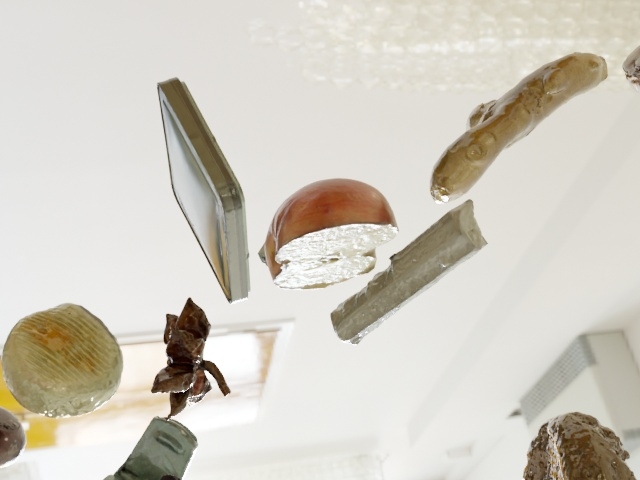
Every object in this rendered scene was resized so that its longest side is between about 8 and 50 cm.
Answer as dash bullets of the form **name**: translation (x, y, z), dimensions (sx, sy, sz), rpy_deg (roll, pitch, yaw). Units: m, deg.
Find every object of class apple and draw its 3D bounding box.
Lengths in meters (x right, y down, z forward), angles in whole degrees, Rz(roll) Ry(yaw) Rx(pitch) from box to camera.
- **apple**: translation (0.004, -0.031, 1.675), dimensions (0.293, 0.251, 0.163), rpy_deg (119, -40, -57)

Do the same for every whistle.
- **whistle**: translation (-0.449, 0.632, 2.091), dimensions (0.404, 0.168, 0.188), rpy_deg (-55, 168, -21)

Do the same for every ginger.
- **ginger**: translation (0.379, -0.244, 1.700), dimensions (0.122, 0.363, 0.348), rpy_deg (52, -50, -1)

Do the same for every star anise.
- **star anise**: translation (-0.229, 0.201, 1.458), dimensions (0.212, 0.111, 0.196), rpy_deg (65, 12, -69)

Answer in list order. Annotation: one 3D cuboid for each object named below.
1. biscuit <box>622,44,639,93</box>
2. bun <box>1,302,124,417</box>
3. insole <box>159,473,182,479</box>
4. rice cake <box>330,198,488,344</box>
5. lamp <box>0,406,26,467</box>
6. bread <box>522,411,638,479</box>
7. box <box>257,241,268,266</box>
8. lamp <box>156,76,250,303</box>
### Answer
- **biscuit**: translation (0.583, -0.303, 1.195), dimensions (0.070, 0.350, 0.394), rpy_deg (59, -18, -10)
- **bun**: translation (-0.509, 0.248, 1.702), dimensions (0.153, 0.244, 0.243), rpy_deg (116, -32, -48)
- **insole**: translation (-0.185, 0.477, 1.477), dimensions (0.003, 0.232, 0.080), rpy_deg (-35, 149, -61)
- **rice cake**: translation (0.094, 0.043, 0.978), dimensions (0.256, 0.052, 0.057), rpy_deg (-43, -123, 42)
- **lamp**: translation (-0.699, 0.417, 1.783), dimensions (0.157, 0.156, 0.134), rpy_deg (35, -82, 49)
- **bread**: translation (0.386, 0.372, 1.270), dimensions (0.230, 0.123, 0.229), rpy_deg (-169, -90, -84)
- **box**: translation (0.000, 0.000, 2.101), dimensions (0.210, 0.270, 0.045), rpy_deg (-61, 144, -35)
- **lamp**: translation (-0.175, -0.071, 1.290), dimensions (0.269, 0.047, 0.266), rpy_deg (93, -27, -53)
